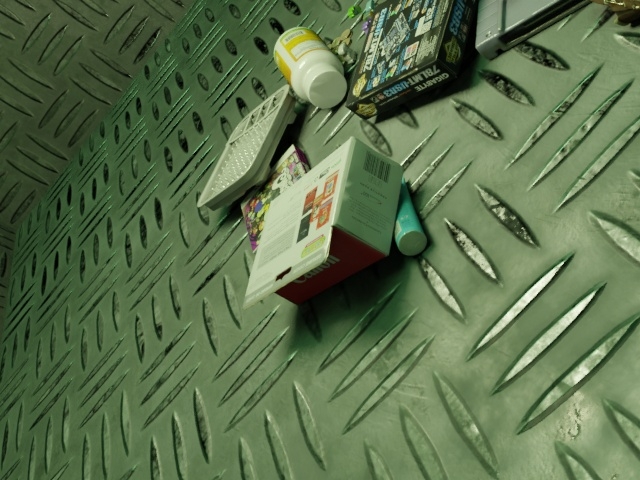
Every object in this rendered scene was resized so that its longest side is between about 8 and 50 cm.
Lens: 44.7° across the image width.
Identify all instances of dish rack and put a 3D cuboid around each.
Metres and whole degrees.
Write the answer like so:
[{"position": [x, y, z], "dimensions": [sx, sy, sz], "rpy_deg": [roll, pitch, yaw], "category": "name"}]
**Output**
[{"position": [-0.179, -0.227, 2.019], "dimensions": [0.285, 0.072, 0.333], "rpy_deg": [-26, 34, 48], "category": "dish rack"}]

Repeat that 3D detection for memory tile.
[{"position": [0.037, -0.492, 2.073], "dimensions": [0.113, 0.012, 0.148], "rpy_deg": [-26, 41, 40], "category": "memory tile"}]

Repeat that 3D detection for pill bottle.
[{"position": [-0.022, -0.432, 1.964], "dimensions": [0.136, 0.136, 0.246], "rpy_deg": [-47, 39, 15], "category": "pill bottle"}]

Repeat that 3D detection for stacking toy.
[{"position": [0.134, -0.561, 1.972], "dimensions": [0.167, 0.052, 0.221], "rpy_deg": [-25, 40, 39], "category": "stacking toy"}]

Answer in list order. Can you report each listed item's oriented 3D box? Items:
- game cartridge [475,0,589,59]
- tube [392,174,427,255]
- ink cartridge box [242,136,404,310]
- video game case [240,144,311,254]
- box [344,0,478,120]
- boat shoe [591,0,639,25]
[{"position": [0.449, -0.512, 1.467], "dimensions": [0.355, 0.068, 0.230], "rpy_deg": [-26, 45, 40], "category": "game cartridge"}, {"position": [0.149, -0.048, 1.452], "dimensions": [0.080, 0.052, 0.207], "rpy_deg": [-43, 28, 18], "category": "tube"}, {"position": [0.000, 0.000, 1.488], "dimensions": [0.309, 0.130, 0.272], "rpy_deg": [-33, 36, 50], "category": "ink cartridge box"}, {"position": [-0.099, -0.096, 1.850], "dimensions": [0.210, 0.041, 0.232], "rpy_deg": [-47, 31, 17], "category": "video game case"}, {"position": [0.198, -0.431, 1.661], "dimensions": [0.293, 0.073, 0.296], "rpy_deg": [-18, 48, 53], "category": "box"}, {"position": [0.510, -0.393, 1.252], "dimensions": [0.095, 0.095, 0.257], "rpy_deg": [-17, 39, -21], "category": "boat shoe"}]
